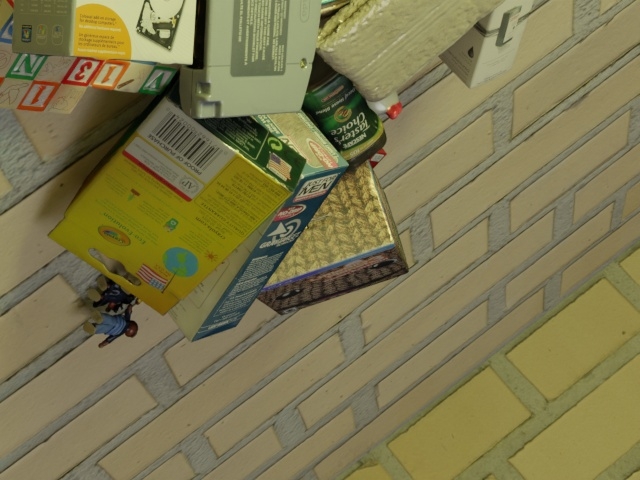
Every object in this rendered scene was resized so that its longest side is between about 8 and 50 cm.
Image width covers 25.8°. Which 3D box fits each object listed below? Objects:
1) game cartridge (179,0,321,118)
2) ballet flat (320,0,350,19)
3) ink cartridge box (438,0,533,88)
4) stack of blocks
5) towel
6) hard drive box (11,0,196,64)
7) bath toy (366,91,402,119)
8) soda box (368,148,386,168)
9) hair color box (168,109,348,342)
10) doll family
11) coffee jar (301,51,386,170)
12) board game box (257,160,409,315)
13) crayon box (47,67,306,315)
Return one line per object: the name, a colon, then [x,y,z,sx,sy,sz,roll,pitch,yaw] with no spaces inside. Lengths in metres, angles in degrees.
game cartridge: [-0.077,-0.295,1.647,0.198,0.062,0.297,-12,109,-53]
ballet flat: [-0.056,-0.309,1.798,0.316,0.108,0.106,-26,173,-19]
ink cartridge box: [0.223,-0.354,2.035,0.092,0.158,0.218,-28,153,-26]
stack of blocks: [-0.278,-0.234,1.577,0.297,0.087,0.171,-2,135,-56]
towel: [0.130,-0.308,1.824,0.282,0.049,0.187,-39,149,11]
hard drive box: [-0.214,-0.299,1.420,0.181,0.089,0.232,-7,102,-53]
bath toy: [0.097,-0.301,1.978,0.151,0.129,0.348,-25,152,-33]
soda box: [-0.012,-0.146,2.122,0.083,0.092,0.263,-46,157,22]
hair color box: [-0.122,-0.037,1.954,0.105,0.174,0.347,-17,150,-48]
doll family: [-0.287,0.083,2.138,0.193,0.076,0.111,-42,161,14]
coffee jar: [0.025,-0.183,1.968,0.096,0.079,0.184,-37,138,-4]
board game box: [0.000,0.000,2.182,0.232,0.141,0.291,-19,168,5]
crayon box: [-0.193,-0.056,1.821,0.318,0.202,0.081,-41,-162,38]
